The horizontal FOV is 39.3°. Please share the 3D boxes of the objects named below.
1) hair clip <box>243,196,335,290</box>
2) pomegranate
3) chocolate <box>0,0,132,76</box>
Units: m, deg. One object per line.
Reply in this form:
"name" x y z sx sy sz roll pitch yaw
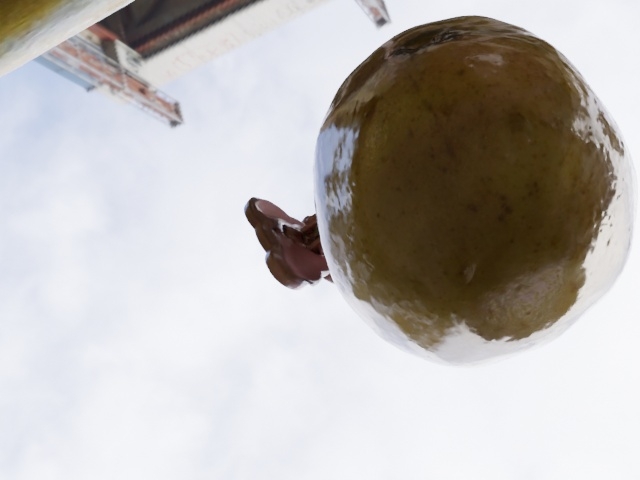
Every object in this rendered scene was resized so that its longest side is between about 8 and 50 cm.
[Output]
"hair clip" -0.010 0.006 0.947 0.102 0.138 0.123 -27 -118 -3
"pomegranate" 0.084 -0.020 0.486 0.196 0.196 0.196 -5 -103 22
"chocolate" -0.193 -0.137 0.524 0.219 0.085 0.085 -34 -114 -10
